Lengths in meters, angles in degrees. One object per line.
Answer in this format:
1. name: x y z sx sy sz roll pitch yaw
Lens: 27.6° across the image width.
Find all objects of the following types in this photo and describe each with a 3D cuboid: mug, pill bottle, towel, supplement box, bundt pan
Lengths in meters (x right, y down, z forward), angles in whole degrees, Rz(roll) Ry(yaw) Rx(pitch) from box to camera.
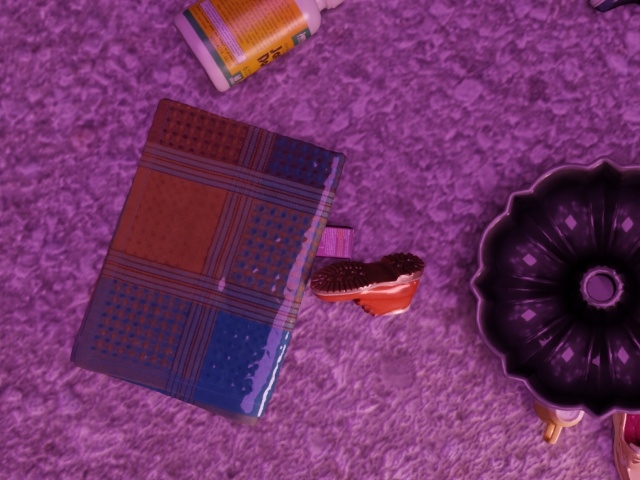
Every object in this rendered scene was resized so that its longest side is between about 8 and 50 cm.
1. mug: 0.324 0.228 1.735 0.062 0.064 0.078 -12 93 -3
2. pill bottle: -0.074 -0.292 1.672 0.208 0.117 0.117 -33 93 -2
3. towel: -0.145 0.026 1.689 0.271 0.040 0.370 18 90 11
4. supplement box: 0.000 0.000 1.716 0.083 0.055 0.043 5 92 -2
5. bundt pan: 0.363 0.063 1.678 0.331 0.124 0.330 -1 85 13

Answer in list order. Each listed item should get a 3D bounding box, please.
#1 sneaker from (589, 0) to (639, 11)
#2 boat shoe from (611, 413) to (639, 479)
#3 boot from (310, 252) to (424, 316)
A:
1. sneaker: 0.483 -0.312 1.717 0.226 0.086 0.163 -27 90 -3
2. boat shoe: 0.426 0.274 1.744 0.063 0.059 0.170 -13 92 -3
3. boot: 0.057 0.070 1.696 0.158 0.059 0.084 -6 129 -23
